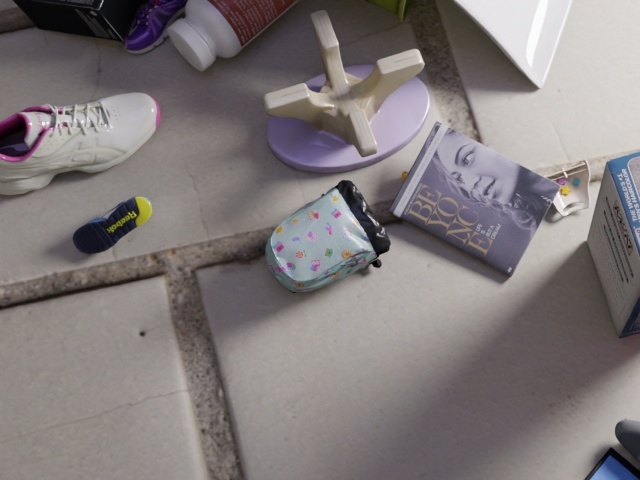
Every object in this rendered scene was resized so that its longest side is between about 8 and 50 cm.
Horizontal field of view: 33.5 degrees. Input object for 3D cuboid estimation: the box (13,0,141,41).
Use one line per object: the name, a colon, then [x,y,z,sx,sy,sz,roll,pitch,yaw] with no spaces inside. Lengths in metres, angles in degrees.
box: [-0.380,-0.483,1.810,0.184,0.103,0.261,14,71,21]

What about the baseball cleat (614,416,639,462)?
baseball cleat: [0.508,0.340,1.526,0.206,0.072,0.109,30,54,11]

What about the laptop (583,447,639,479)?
laptop: [0.437,0.429,1.444,0.234,0.264,0.136,41,100,14]

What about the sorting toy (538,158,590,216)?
sorting toy: [0.395,-0.079,1.703,0.083,0.045,0.075,-18,79,-5]

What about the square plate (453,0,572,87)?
square plate: [0.305,-0.480,1.735,0.049,0.347,0.344,2,65,48]

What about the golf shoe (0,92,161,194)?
golf shoe: [-0.405,-0.170,1.704,0.306,0.140,0.115,-24,70,-8]

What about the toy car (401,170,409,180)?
toy car: [0.186,-0.133,1.720,0.122,0.060,0.040,-12,39,-10]

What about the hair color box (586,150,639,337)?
hair color box: [0.461,0.011,1.501,0.105,0.347,0.173,-16,71,5]

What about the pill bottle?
pill bottle: [-0.146,-0.386,1.780,0.216,0.121,0.121,-42,75,-13]

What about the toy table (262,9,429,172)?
toy table: [0.042,-0.225,1.700,0.274,0.161,0.252,-29,72,-7]

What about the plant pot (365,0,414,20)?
plant pot: [0.029,-0.585,1.702,0.353,0.366,0.366,20,73,4]

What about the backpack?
backpack: [0.000,0.000,1.646,0.182,0.115,0.152,-31,75,-6]

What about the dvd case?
dvd case: [0.242,-0.066,1.680,0.221,0.018,0.164,29,92,8]

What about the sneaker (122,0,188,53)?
sneaker: [-0.279,-0.392,1.801,0.170,0.071,0.068,-45,72,7]

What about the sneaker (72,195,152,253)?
sneaker: [-0.328,-0.026,1.701,0.144,0.059,0.053,-27,103,8]
